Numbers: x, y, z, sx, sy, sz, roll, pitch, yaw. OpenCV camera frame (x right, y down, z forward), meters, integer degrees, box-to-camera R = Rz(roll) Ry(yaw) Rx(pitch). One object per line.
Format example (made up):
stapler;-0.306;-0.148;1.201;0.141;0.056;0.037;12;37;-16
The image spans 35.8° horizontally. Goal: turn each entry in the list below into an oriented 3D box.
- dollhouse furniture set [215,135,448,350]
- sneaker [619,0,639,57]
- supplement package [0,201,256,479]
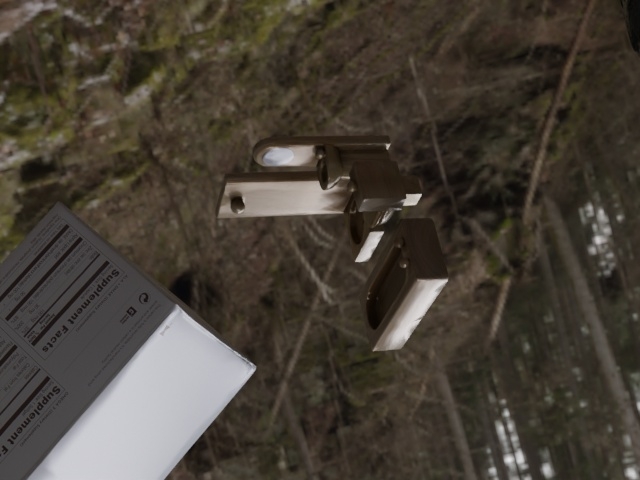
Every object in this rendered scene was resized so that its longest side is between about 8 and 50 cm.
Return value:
dollhouse furniture set;0.000;0.000;0.749;0.123;0.151;0.144;-2;149;-17
sneaker;0.169;-0.130;0.322;0.078;0.106;0.234;8;160;-14
supplement package;-0.201;0.123;0.882;0.204;0.145;0.262;-50;160;-7
